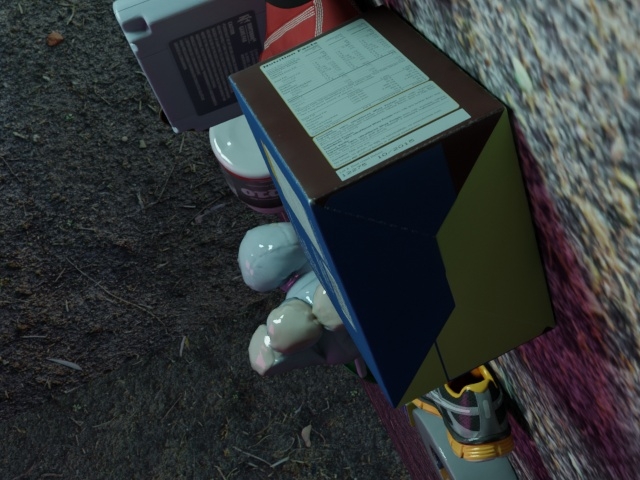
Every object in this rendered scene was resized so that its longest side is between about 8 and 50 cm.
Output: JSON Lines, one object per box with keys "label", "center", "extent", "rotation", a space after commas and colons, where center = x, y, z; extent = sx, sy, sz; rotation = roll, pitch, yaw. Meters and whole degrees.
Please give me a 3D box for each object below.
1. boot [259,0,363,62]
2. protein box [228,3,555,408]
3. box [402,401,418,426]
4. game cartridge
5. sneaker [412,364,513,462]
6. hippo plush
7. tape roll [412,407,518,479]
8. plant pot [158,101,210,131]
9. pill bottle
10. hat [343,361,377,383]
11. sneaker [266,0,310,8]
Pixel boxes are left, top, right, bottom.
{"label": "boot", "center": [-0.026, -0.226, 0.845], "extent": [0.176, 0.088, 0.244], "rotation": [66, 167, -14]}
{"label": "protein box", "center": [0.050, -0.030, 0.679], "extent": [0.201, 0.136, 0.200], "rotation": [59, 173, 53]}
{"label": "box", "center": [0.157, 0.272, 1.764], "extent": [0.109, 0.042, 0.178], "rotation": [70, 174, -56]}
{"label": "game cartridge", "center": [-0.108, -0.223, 1.061], "extent": [0.062, 0.198, 0.297], "rotation": [63, 175, 14]}
{"label": "sneaker", "center": [0.150, 0.155, 1.006], "extent": [0.215, 0.084, 0.083], "rotation": [-135, 33, -67]}
{"label": "hippo plush", "center": [0.004, 0.061, 1.432], "extent": [0.294, 0.234, 0.237], "rotation": [7, -127, -44]}
{"label": "tape roll", "center": [0.203, 0.310, 1.227], "extent": [0.219, 0.072, 0.219], "rotation": [155, 90, -86]}
{"label": "plant pot", "center": [-0.197, -0.340, 1.633], "extent": [0.215, 0.215, 0.230], "rotation": [83, 175, -77]}
{"label": "pill bottle", "center": [-0.099, -0.148, 1.642], "extent": [0.161, 0.161, 0.283], "rotation": [63, 176, 14]}
{"label": "hat", "center": [0.116, 0.135, 1.624], "extent": [0.173, 0.183, 0.208], "rotation": [43, -156, -1]}
{"label": "sneaker", "center": [-0.073, -0.310, 0.662], "extent": [0.270, 0.090, 0.145], "rotation": [67, -172, 15]}
